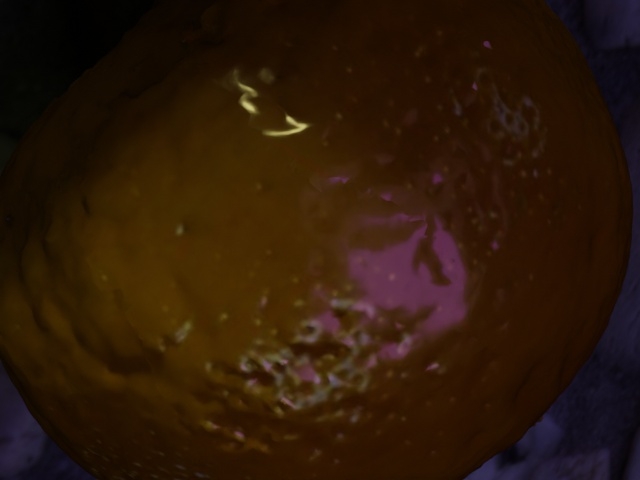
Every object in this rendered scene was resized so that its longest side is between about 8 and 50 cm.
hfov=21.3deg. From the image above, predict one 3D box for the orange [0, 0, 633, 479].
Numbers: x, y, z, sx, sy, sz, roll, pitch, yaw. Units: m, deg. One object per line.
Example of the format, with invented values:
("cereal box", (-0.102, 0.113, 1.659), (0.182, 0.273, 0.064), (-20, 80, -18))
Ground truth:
("orange", (0.000, 0.000, 0.872), (0.293, 0.340, 0.340), (46, 81, -7))
